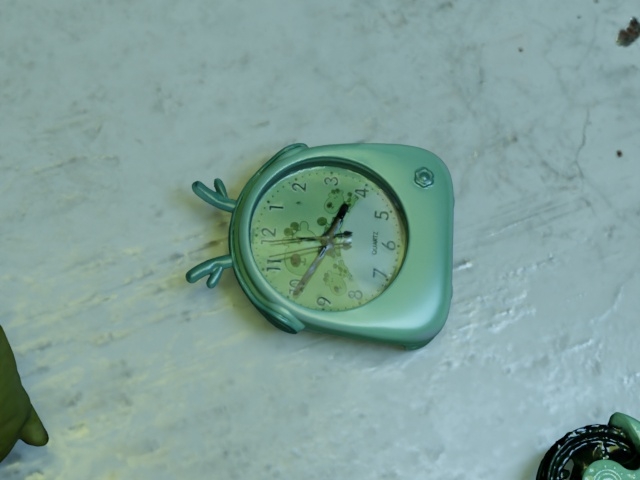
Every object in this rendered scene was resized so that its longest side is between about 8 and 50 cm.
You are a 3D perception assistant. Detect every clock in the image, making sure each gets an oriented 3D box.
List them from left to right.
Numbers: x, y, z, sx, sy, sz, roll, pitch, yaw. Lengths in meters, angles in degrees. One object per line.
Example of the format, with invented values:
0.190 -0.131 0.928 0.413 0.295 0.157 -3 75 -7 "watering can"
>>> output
0.000 0.000 1.234 0.210 0.066 0.159 6 73 -4 "clock"

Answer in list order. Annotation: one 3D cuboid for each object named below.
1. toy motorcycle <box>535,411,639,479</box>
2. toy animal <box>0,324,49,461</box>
0.317 0.255 1.170 0.196 0.125 0.331 -34 76 -13 "toy motorcycle"
-0.382 0.144 1.105 0.363 0.180 0.181 -32 72 -7 "toy animal"
